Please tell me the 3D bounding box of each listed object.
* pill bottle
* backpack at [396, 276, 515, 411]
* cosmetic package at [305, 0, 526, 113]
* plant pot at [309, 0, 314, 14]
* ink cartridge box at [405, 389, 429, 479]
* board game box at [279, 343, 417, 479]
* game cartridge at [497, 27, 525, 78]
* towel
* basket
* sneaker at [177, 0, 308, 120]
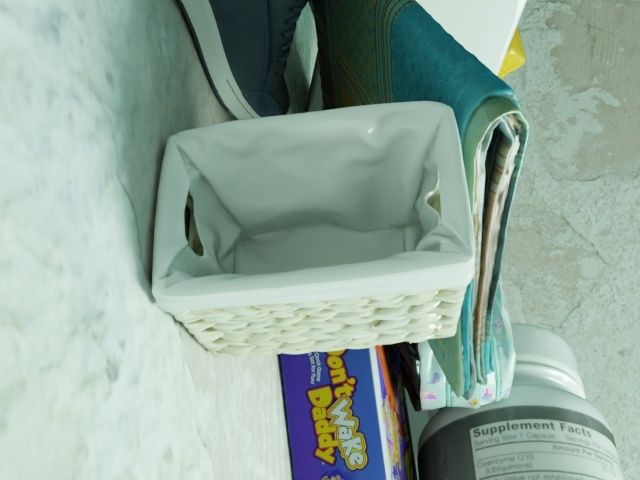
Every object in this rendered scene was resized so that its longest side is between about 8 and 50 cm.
[{"bbox_3d":[0.202,0.274,0.746,0.361,0.204,0.204,-88,165,-45],"label":"pill bottle"},{"bbox_3d":[0.125,0.077,0.743,0.182,0.115,0.152,-88,166,-46],"label":"backpack"},{"bbox_3d":[0.111,-0.272,0.816,0.155,0.196,0.366,-84,-173,-51],"label":"cosmetic package"},{"bbox_3d":[0.058,-0.402,1.097,0.234,0.165,0.166,51,31,-56],"label":"plant pot"},{"bbox_3d":[0.139,0.310,1.041,0.289,0.121,0.211,60,24,-63],"label":"ink cartridge box"},{"bbox_3d":[0.034,0.170,0.714,0.233,0.078,0.347,26,56,-77],"label":"board game box"},{"bbox_3d":[0.161,-0.289,1.192,0.052,0.323,0.285,28,46,-34],"label":"game cartridge"},{"bbox_3d":[0.061,-0.091,0.629,0.370,0.040,0.272,-113,-167,-46],"label":"towel"},{"bbox_3d":[0.000,0.000,0.439,0.103,0.167,0.113,74,12,-56],"label":"basket"},{"bbox_3d":[-0.009,-0.169,0.533,0.226,0.163,0.086,68,16,-57],"label":"sneaker"}]
